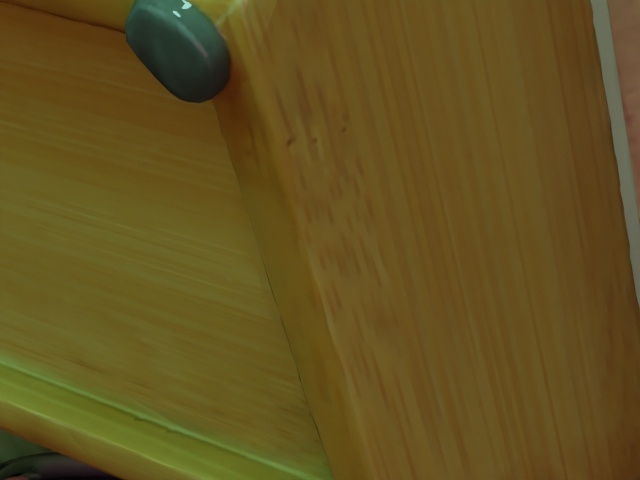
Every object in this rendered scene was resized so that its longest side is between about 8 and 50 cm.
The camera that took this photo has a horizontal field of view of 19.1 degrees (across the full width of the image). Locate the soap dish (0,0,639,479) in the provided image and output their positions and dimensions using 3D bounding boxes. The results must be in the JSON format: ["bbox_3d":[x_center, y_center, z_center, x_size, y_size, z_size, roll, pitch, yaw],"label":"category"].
[{"bbox_3d":[-0.064,-0.040,0.501,0.291,0.118,0.229,17,141,32],"label":"soap dish"}]

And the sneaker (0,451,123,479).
[{"bbox_3d":[-0.151,0.123,0.706,0.319,0.112,0.131,-7,153,-9],"label":"sneaker"}]
